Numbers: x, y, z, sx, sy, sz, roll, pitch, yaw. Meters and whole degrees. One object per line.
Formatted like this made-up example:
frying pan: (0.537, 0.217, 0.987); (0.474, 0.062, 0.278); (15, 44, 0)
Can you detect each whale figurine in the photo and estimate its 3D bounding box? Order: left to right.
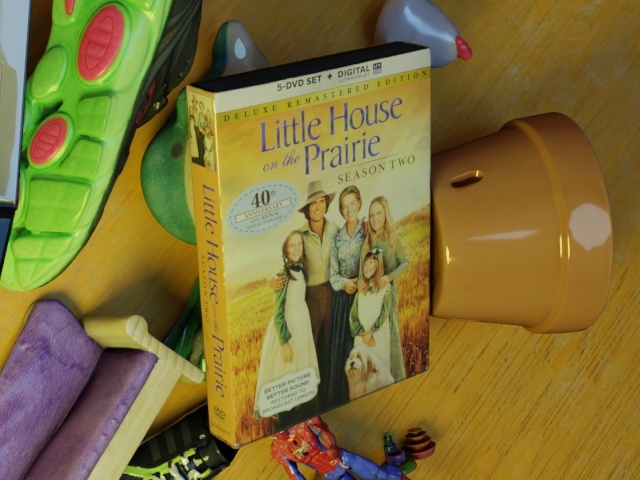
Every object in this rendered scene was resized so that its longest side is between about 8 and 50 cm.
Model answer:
whale figurine: (-0.132, -0.124, 1.463); (0.216, 0.141, 0.272); (48, 44, -60)

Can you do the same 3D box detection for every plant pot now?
plant pot: (0.223, -0.012, 1.596); (0.203, 0.291, 0.291); (-7, 97, -12)

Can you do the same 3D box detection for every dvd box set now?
dvd box set: (0.000, 0.000, 1.422); (0.307, 0.062, 0.421); (-16, 116, -35)

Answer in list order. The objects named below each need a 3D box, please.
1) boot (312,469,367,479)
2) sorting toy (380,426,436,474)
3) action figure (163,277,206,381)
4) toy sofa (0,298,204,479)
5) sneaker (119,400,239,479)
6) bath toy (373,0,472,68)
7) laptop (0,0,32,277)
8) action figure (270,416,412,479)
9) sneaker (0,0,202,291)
boot: (-0.042, 0.388, 1.559); (0.264, 0.096, 0.280); (42, 72, -24)
sorting toy: (0.111, 0.280, 1.658); (0.102, 0.061, 0.042); (-24, 106, -50)
action figure: (-0.108, 0.063, 1.523); (0.137, 0.063, 0.232); (22, 79, -26)
toy sofa: (-0.304, 0.244, 1.346); (0.177, 0.150, 0.363); (40, 67, -25)
sneaker: (-0.160, 0.254, 1.453); (0.234, 0.097, 0.084); (-43, 105, -38)
bath toy: (0.079, -0.156, 1.570); (0.129, 0.151, 0.348); (26, 74, 14)
laptop: (-0.480, -0.097, 1.132); (0.381, 0.236, 0.408); (4, 91, -8)
action figure: (0.037, 0.301, 1.515); (0.280, 0.139, 0.091); (36, 103, -26)
sneaker: (-0.235, -0.154, 1.353); (0.483, 0.185, 0.202); (-62, 158, 7)
